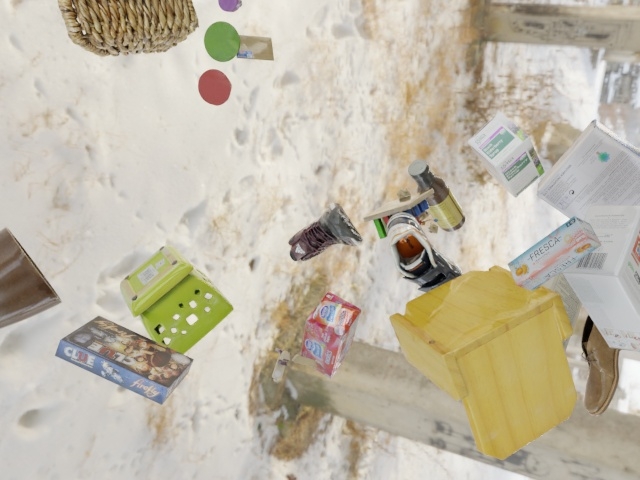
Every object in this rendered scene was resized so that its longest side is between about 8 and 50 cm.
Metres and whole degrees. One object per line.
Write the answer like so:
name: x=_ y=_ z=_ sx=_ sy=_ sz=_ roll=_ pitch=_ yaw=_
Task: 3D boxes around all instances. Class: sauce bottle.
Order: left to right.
sauce bottle: x=0.409 y=-0.160 z=2.068 sx=0.344 sy=0.111 sz=0.111 roll=47 pitch=56 yaw=-43

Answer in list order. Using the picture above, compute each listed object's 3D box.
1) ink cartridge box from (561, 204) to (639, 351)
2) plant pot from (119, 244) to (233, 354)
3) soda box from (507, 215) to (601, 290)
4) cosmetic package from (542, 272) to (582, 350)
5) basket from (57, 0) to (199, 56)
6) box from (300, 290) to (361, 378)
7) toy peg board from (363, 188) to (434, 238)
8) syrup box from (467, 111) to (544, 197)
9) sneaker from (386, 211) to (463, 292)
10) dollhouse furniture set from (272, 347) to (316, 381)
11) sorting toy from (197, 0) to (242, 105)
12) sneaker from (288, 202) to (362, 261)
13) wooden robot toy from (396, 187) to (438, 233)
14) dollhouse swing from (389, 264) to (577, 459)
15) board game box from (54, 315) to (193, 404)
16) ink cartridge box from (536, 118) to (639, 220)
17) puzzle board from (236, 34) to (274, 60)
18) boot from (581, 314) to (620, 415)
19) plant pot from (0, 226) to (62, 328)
ink cartridge box: x=0.726 y=0.067 z=1.368 sx=0.309 sy=0.130 sz=0.272 roll=48 pitch=63 yaw=-29
plant pot: x=-0.408 y=0.155 z=1.600 sx=0.227 sy=0.228 sz=0.207 roll=-41 pitch=122 yaw=-11
soda box: x=0.489 y=0.031 z=1.234 sx=0.058 sy=0.183 sz=0.063 roll=18 pitch=44 yaw=-33
cosmetic package: x=0.707 y=0.204 z=1.810 sx=0.160 sy=0.113 sz=0.309 roll=40 pitch=67 yaw=-21
basket: x=-0.371 y=-0.469 z=0.984 sx=0.223 sy=0.213 sz=0.299 roll=-19 pitch=103 yaw=-33
box: x=0.027 y=0.292 z=1.783 sx=0.128 sy=0.123 sz=0.257 roll=-50 pitch=161 yaw=-35
toy peg board: x=0.238 y=-0.073 z=1.691 sx=0.161 sy=0.161 sz=0.079 roll=-32 pitch=102 yaw=-49
syrup box: x=0.427 y=-0.189 z=1.333 sx=0.093 sy=0.096 sz=0.237 roll=-45 pitch=152 yaw=12
sneaker: x=0.287 y=0.076 z=1.595 sx=0.321 sy=0.126 sz=0.127 roll=47 pitch=25 yaw=-14
dollhouse furniture set: x=-0.065 y=0.335 z=1.499 sx=0.091 sy=0.114 sz=0.081 roll=166 pitch=-58 yaw=-72
sorting toy: x=-0.311 y=-0.640 z=1.960 sx=0.126 sy=0.127 sz=0.365 roll=-45 pitch=151 yaw=-66
sneaker: x=0.000 y=0.000 z=1.311 sx=0.106 sy=0.162 sz=0.281 roll=56 pitch=3 yaw=0
wooden robot toy: x=0.283 y=-0.073 z=1.799 sx=0.076 sy=0.173 sz=0.079 roll=-39 pitch=175 yaw=-41
dollhouse swing: x=0.414 y=0.296 z=1.460 sx=0.347 sy=0.315 sz=0.305 roll=-24 pitch=116 yaw=-19
board game box: x=-0.414 y=0.252 z=1.260 sx=0.165 sy=0.243 sz=0.042 roll=-61 pitch=175 yaw=-78
ink cartridge box: x=0.901 y=-0.139 z=1.768 sx=0.270 sy=0.395 sz=0.151 roll=-57 pitch=171 yaw=32
puzzle board: x=-0.224 y=-0.650 z=1.978 sx=0.011 sy=0.128 sz=0.096 roll=125 pitch=-39 yaw=-63
boot: x=0.805 y=0.355 z=1.714 sx=0.112 sy=0.115 sz=0.305 roll=147 pitch=-37 yaw=-73
plant pot: x=-0.752 y=0.121 z=1.324 sx=0.230 sy=0.215 sz=0.215 roll=-37 pitch=140 yaw=-22
